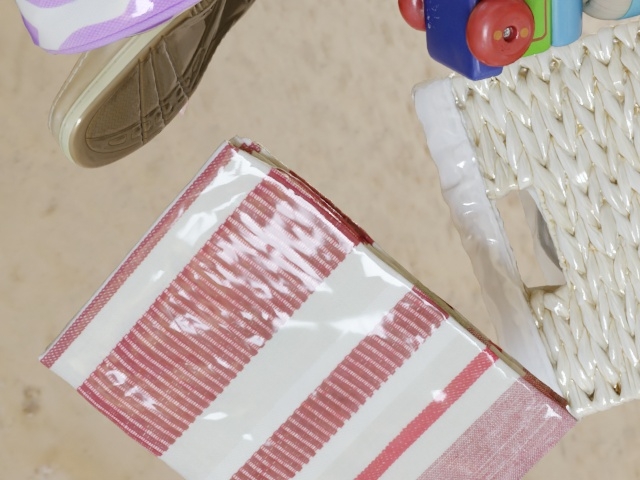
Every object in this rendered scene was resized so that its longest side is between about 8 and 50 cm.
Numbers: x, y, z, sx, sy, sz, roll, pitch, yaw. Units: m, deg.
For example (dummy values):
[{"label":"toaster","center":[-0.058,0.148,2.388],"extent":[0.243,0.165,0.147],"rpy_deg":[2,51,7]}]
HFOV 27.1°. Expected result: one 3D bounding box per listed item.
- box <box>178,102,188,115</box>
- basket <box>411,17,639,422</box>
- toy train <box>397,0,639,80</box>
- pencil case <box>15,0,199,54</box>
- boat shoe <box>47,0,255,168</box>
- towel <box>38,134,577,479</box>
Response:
[{"label":"box","center":[-0.210,-0.320,1.861],"extent":[0.128,0.257,0.123],"rpy_deg":[15,37,-18]},{"label":"basket","center":[0.288,-0.030,1.232],"extent":[0.331,0.266,0.328],"rpy_deg":[-8,79,-68]},{"label":"toy train","center":[0.122,-0.228,0.762],"extent":[0.143,0.105,0.248],"rpy_deg":[-16,118,-20]},{"label":"pencil case","center":[-0.077,-0.151,0.360],"extent":[0.086,0.088,0.206],"rpy_deg":[-117,-177,-69]},{"label":"boat shoe","center":[-0.136,-0.184,1.071],"extent":[0.302,0.098,0.109],"rpy_deg":[-57,164,-27]},{"label":"towel","center":[-0.010,0.108,0.974],"extent":[0.329,0.237,0.037],"rpy_deg":[40,16,-8]}]
